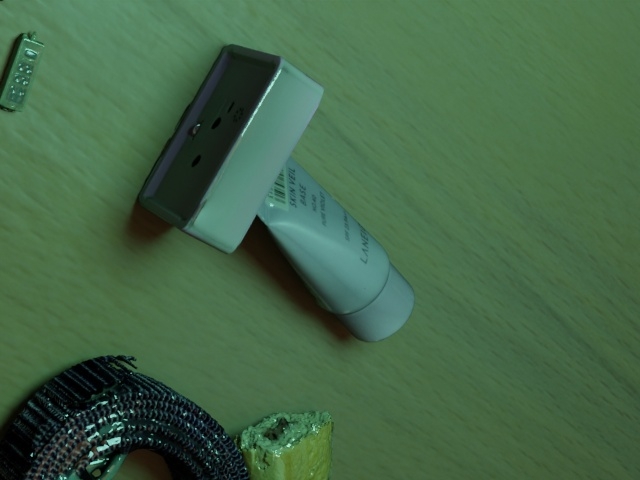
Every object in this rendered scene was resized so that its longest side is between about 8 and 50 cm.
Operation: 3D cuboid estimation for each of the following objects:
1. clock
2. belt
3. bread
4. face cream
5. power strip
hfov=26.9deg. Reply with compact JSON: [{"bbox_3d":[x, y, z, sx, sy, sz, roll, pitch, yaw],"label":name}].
[{"bbox_3d":[-0.094,-0.097,1.368,0.063,0.150,0.197,31,88,-30],"label":"clock"},{"bbox_3d":[-0.209,0.287,1.440,0.260,0.122,0.325,-45,125,-19],"label":"belt"},{"bbox_3d":[-0.045,0.255,1.544,0.125,0.082,0.106,-21,124,-51],"label":"bread"},{"bbox_3d":[0.000,0.000,1.476,0.096,0.154,0.274,-25,129,21],"label":"face cream"},{"bbox_3d":[-0.294,-0.165,1.309,0.027,0.017,0.083,16,98,-35],"label":"power strip"}]
